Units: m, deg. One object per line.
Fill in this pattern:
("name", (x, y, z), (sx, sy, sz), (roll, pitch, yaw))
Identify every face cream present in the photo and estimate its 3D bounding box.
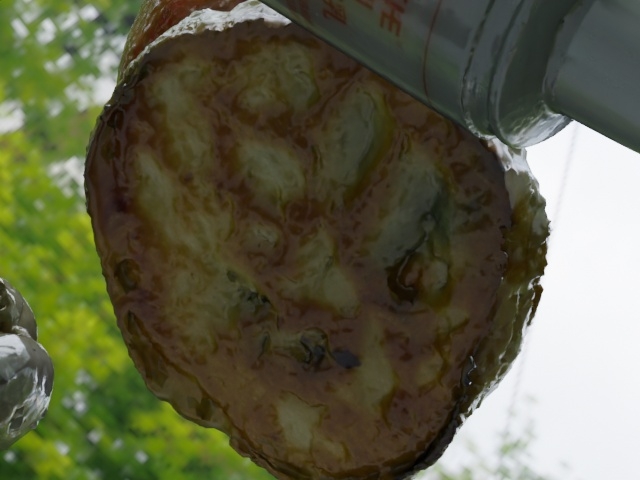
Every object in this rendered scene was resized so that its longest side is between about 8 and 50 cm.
("face cream", (0.060, -0.086, 0.627), (0.252, 0.101, 0.101), (35, -45, 25))

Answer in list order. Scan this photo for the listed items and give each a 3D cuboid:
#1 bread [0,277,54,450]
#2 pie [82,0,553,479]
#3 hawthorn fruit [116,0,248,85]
("bread", (-0.237, 0.079, 0.916), (0.337, 0.183, 0.102), (-34, -110, 44))
("pie", (0.000, 0.000, 1.170), (0.315, 0.092, 0.315), (9, -70, 25))
("hawthorn fruit", (-0.057, -0.149, 1.746), (0.254, 0.300, 0.254), (0, -68, 1))
